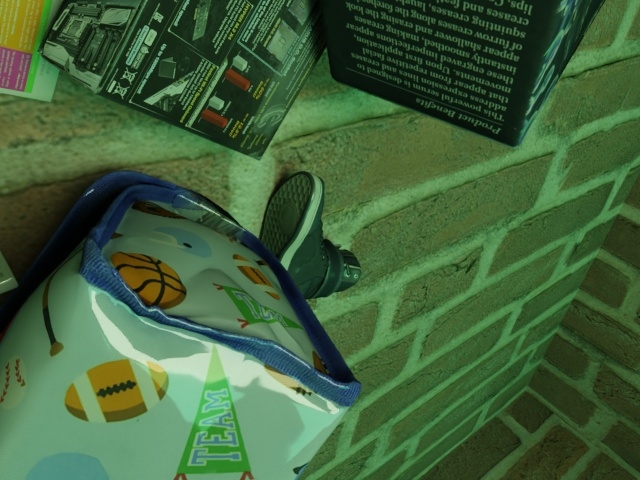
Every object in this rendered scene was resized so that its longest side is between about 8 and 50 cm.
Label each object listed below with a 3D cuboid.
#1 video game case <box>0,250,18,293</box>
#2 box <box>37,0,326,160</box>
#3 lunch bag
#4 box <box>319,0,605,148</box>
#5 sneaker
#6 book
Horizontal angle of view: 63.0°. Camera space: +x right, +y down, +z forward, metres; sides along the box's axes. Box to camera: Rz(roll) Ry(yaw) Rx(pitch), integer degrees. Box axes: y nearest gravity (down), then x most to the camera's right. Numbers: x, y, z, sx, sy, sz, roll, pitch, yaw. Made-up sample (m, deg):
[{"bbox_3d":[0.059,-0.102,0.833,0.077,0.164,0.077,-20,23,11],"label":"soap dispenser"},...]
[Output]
[{"bbox_3d":[-0.312,0.026,0.433,0.087,0.122,0.011,-26,129,-30],"label":"video game case"},{"bbox_3d":[-0.060,-0.240,0.463,0.307,0.077,0.242,-58,160,10],"label":"box"},{"bbox_3d":[-0.183,0.123,0.480,0.239,0.385,0.327,34,96,-19],"label":"lunch bag"},{"bbox_3d":[0.146,-0.322,0.392,0.293,0.212,0.395,-55,159,-18],"label":"box"},{"bbox_3d":[-0.001,-0.001,0.758,0.164,0.086,0.226,-2,132,-34],"label":"sneaker"},{"bbox_3d":[-0.272,-0.164,0.392,0.144,0.035,0.096,1,123,-47],"label":"book"}]
